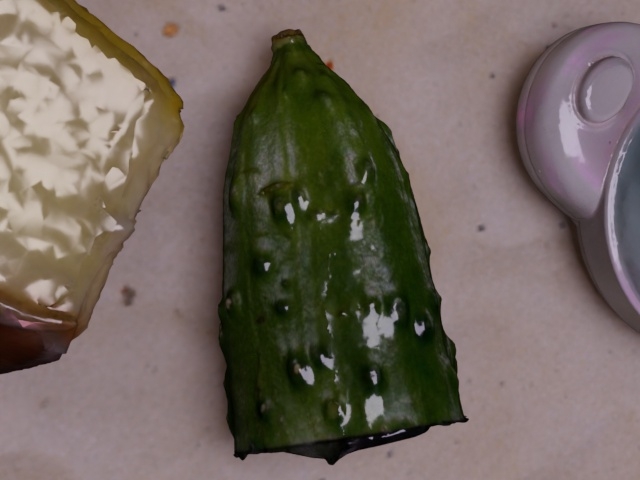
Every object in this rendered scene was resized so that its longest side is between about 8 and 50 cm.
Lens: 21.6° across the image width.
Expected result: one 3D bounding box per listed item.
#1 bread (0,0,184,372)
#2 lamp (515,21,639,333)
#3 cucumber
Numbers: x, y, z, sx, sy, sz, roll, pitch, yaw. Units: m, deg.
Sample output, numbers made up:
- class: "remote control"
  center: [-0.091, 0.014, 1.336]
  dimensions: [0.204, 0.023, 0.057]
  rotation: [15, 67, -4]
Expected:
- class: "bread"
  center: [-0.238, -0.075, 0.749]
  dimensions: [0.323, 0.333, 0.143]
  rotation: [36, 76, -10]
- class: "lamp"
  center: [0.229, -0.034, 1.014]
  dimensions: [0.246, 0.108, 0.179]
  rotation: [39, 73, -13]
- class: "cucumber"
  center: [0.002, -0.001, 0.936]
  dimensions: [0.134, 0.134, 0.244]
  rotation: [-8, 84, -18]
